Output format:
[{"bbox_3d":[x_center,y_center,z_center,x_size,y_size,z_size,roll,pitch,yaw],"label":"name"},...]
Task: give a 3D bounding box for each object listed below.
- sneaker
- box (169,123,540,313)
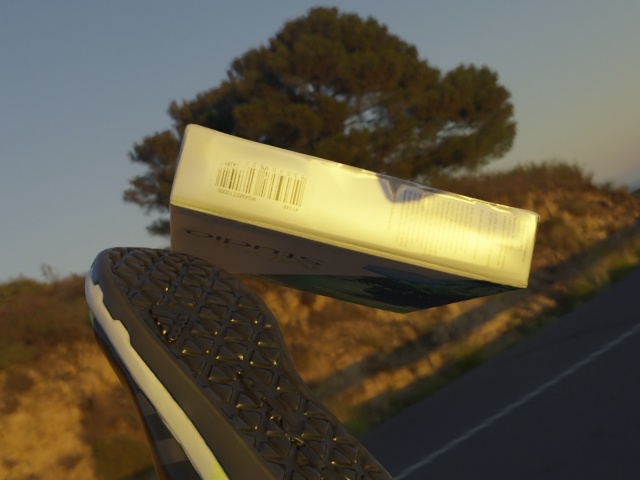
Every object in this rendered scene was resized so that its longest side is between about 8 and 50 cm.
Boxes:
[{"bbox_3d":[-0.050,0.094,0.404,0.084,0.235,0.097,8,-60,-42],"label":"sneaker"},{"bbox_3d":[0.000,0.000,0.737,0.232,0.059,0.322,14,-8,-6],"label":"box"}]
